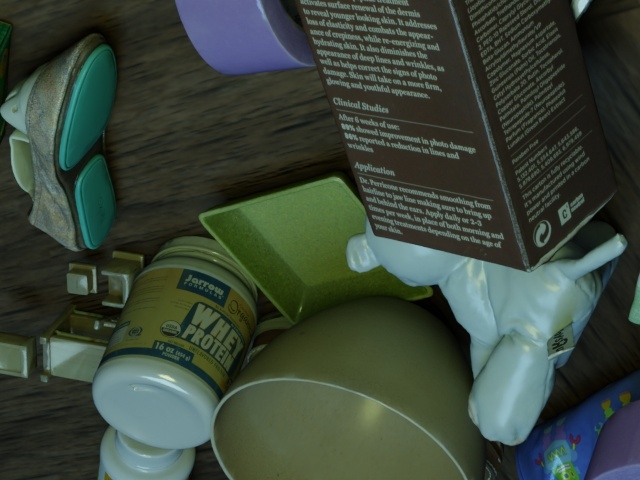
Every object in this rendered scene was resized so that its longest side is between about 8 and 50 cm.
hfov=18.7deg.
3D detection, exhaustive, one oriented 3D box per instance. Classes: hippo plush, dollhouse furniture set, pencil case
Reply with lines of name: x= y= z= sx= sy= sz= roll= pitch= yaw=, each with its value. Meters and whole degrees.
hippo plush: x=0.138 y=0.045 z=1.856 sx=0.236 sy=0.234 sz=0.294 roll=27 pitch=-174 yaw=8
dollhouse furniture set: x=-0.284 y=0.071 z=2.223 sx=0.181 sy=0.101 sz=0.161 roll=9 pitch=116 yaw=14
pencil case: x=0.343 y=0.211 z=2.069 sx=0.119 sy=0.133 sz=0.306 roll=4 pitch=154 yaw=-37

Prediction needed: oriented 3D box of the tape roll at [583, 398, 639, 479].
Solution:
tape roll: x=0.397 y=0.269 z=1.927 sx=0.274 sy=0.090 sz=0.275 roll=17 pitch=143 yaw=13

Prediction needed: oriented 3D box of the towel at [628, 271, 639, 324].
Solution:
towel: x=0.414 y=-0.035 z=1.684 sx=0.247 sy=0.038 sz=0.325 roll=1 pitch=140 yaw=-2

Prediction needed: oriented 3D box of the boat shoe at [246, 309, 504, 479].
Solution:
boat shoe: x=0.051 y=0.203 z=2.185 sx=0.324 sy=0.120 sz=0.122 roll=29 pitch=140 yaw=-12

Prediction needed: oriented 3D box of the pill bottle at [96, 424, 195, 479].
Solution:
pill bottle: x=-0.217 y=0.288 z=2.399 sx=0.117 sy=0.117 sz=0.215 roll=17 pitch=141 yaw=3

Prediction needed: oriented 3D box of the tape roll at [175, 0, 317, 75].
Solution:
tape roll: x=-0.050 y=-0.237 z=1.657 sx=0.080 sy=0.189 sz=0.189 roll=-4 pitch=136 yaw=27

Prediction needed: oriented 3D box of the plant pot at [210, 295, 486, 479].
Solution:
plant pot: x=0.052 y=0.170 z=2.009 sx=0.284 sy=0.191 sz=0.284 roll=15 pitch=139 yaw=14

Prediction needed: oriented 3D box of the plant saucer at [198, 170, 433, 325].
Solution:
plant saucer: x=0.000 y=0.000 z=2.029 sx=0.188 sy=0.045 sz=0.188 roll=-14 pitch=131 yaw=35

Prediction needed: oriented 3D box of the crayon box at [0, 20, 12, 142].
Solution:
crayon box: x=-0.459 y=-0.180 z=1.980 sx=0.278 sy=0.081 sz=0.165 roll=18 pitch=141 yaw=2

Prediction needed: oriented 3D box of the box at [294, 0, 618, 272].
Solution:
box: x=0.096 y=-0.177 z=1.606 sx=0.191 sy=0.143 sz=0.381 roll=14 pitch=135 yaw=44

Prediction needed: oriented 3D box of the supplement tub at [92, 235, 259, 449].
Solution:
supplement tub: x=-0.151 y=0.109 z=2.095 sx=0.144 sy=0.200 sz=0.144 roll=11 pitch=141 yaw=9

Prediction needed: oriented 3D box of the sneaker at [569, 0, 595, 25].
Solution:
sneaker: x=0.202 y=-0.273 z=1.598 sx=0.121 sy=0.111 sz=0.300 roll=34 pitch=141 yaw=8

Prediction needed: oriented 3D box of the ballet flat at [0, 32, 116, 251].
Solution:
ballet flat: x=-0.272 y=-0.104 z=1.981 sx=0.106 sy=0.107 sz=0.316 roll=26 pitch=142 yaw=14
